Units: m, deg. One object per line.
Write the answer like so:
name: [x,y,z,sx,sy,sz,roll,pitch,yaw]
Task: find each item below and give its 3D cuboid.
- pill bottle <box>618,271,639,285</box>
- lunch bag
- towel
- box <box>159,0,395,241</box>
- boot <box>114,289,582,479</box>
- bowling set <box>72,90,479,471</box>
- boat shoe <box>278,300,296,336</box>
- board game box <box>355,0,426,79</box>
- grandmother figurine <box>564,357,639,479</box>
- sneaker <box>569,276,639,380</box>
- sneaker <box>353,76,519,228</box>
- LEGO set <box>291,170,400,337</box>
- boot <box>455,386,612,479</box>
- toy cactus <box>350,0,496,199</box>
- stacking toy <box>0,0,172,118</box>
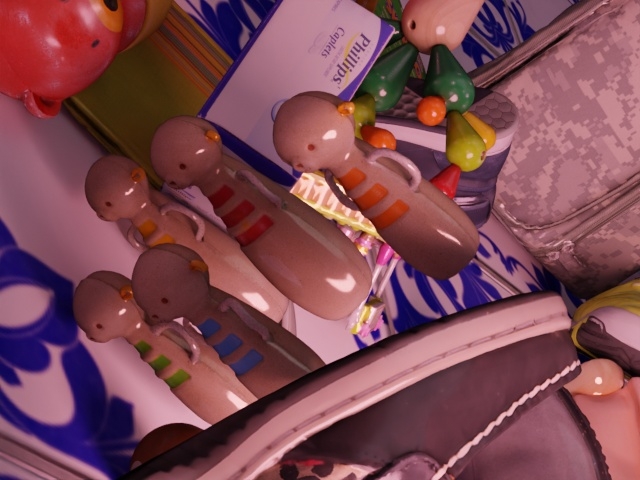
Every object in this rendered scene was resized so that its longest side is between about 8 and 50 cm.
pill bottle: [0.444,-0.052,1.835,0.146,0.264,0.146,43,26,-27]
lunch bag: [0.280,-0.124,1.586,0.256,0.305,0.212,44,23,-32]
towel: [-0.123,-0.115,1.152,0.102,0.021,0.237,44,25,-15]
box: [-0.031,-0.078,0.989,0.072,0.137,0.126,33,65,-4]
boot: [0.020,0.207,0.703,0.377,0.138,0.284,-27,86,-34]
bowling set: [-0.068,0.035,0.869,0.154,0.287,0.200,41,60,-15]
boat shoe: [-0.034,0.073,1.043,0.125,0.038,0.046,-94,174,-49]
board game box: [0.060,-0.160,1.496,0.259,0.039,0.124,-69,141,-60]
grandmother figurine: [0.278,0.254,1.324,0.208,0.104,0.342,29,31,-32]
sneaker: [0.349,0.072,1.589,0.145,0.147,0.385,30,10,20]
sneaker: [0.044,-0.071,1.336,0.226,0.163,0.086,18,51,10]
LEGO set: [0.000,0.000,1.154,0.132,0.107,0.287,30,9,31]
boot: [0.112,0.198,1.071,0.223,0.118,0.338,16,40,-48]
toy cactus: [0.066,-0.125,1.179,0.112,0.180,0.219,43,-5,-42]
stacking toy: [-0.173,-0.240,0.917,0.309,0.279,0.130,48,38,-18]
